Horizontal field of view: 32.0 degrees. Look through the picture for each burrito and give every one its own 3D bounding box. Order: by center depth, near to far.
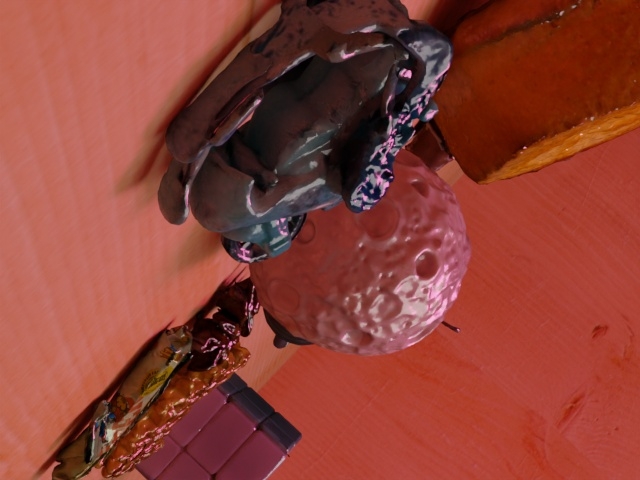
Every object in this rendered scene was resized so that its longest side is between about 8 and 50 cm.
[{"bbox_3d":[-0.265,0.226,1.435,0.288,0.054,0.104,-49,173,13],"label":"burrito"}]

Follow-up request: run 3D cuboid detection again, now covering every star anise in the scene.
[{"bbox_3d":[-0.126,0.102,1.560,0.177,0.073,0.234,-54,170,-31],"label":"star anise"}]

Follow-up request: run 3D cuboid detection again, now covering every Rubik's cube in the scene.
[{"bbox_3d":[-0.193,0.386,2.086,0.221,0.225,0.231,-48,174,2],"label":"Rubik's cube"}]

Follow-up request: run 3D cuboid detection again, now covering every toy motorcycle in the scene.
[{"bbox_3d":[-0.015,-0.092,0.894,0.260,0.154,0.206,-45,151,10],"label":"toy motorcycle"}]

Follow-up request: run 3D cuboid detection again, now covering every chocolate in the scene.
[{"bbox_3d":[0.251,-0.215,2.019,0.148,0.093,0.214,-51,173,37],"label":"chocolate"}]

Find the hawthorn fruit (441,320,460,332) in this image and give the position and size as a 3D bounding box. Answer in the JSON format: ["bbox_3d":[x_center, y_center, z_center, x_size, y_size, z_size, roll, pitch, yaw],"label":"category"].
[{"bbox_3d":[0.123,0.030,2.089,0.235,0.263,0.231,-9,126,-35],"label":"hawthorn fruit"}]

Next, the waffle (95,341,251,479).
[{"bbox_3d":[-0.244,0.263,1.762,0.293,0.069,0.260,-46,171,10],"label":"waffle"}]

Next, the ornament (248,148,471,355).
[{"bbox_3d":[0.043,0.000,1.277,0.225,0.259,0.259,-67,167,20],"label":"ornament"}]

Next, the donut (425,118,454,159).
[{"bbox_3d":[0.269,-0.251,1.783,0.270,0.103,0.269,-44,162,-19],"label":"donut"}]

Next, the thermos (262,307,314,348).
[{"bbox_3d":[-0.019,0.090,1.877,0.182,0.145,0.286,-54,177,-13],"label":"thermos"}]

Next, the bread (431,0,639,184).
[{"bbox_3d":[0.315,-0.224,1.455,0.398,0.215,0.398,-21,173,-3],"label":"bread"}]

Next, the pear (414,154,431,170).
[{"bbox_3d":[0.098,-0.020,1.705,0.187,0.187,0.219,-38,143,-55],"label":"pear"}]
